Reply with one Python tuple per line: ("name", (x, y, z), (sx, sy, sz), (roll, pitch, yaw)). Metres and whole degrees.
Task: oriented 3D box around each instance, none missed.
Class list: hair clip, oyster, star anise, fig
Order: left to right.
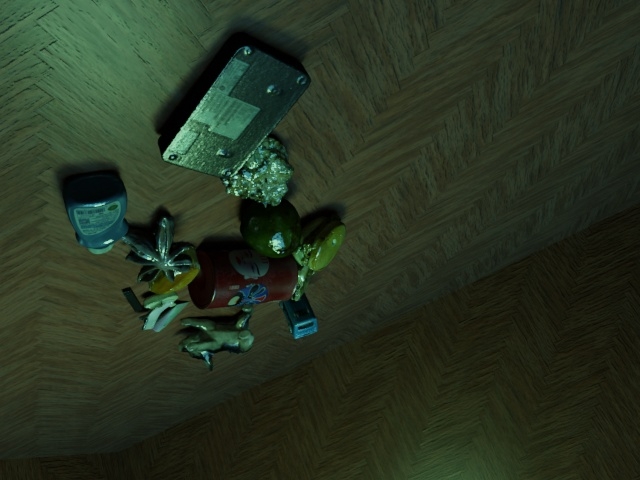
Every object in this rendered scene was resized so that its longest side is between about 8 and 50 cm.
("star anise", (-0.479, 0.029, 1.589), (0.199, 0.110, 0.257), (-6, 134, -1))
("hair clip", (-0.591, 0.246, 1.987), (0.218, 0.071, 0.159), (-43, 160, 32))
("oyster", (-0.174, -0.184, 1.468), (0.198, 0.092, 0.259), (-22, 151, 1))
("fig", (-0.173, -0.035, 1.662), (0.245, 0.195, 0.195), (-12, 165, 35))

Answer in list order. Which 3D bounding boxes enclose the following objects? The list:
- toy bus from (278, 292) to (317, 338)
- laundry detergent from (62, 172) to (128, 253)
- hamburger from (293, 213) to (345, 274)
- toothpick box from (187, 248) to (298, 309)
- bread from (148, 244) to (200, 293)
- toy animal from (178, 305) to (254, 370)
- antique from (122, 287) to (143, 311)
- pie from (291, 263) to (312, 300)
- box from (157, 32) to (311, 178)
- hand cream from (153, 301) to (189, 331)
("toy bus", (-0.103, 0.281, 2.285), (0.114, 0.246, 0.134), (-17, 143, -13))
("laundry detergent", (-0.572, -0.057, 1.384), (0.144, 0.094, 0.289), (-18, 159, -26))
("hamburger", (0.000, 0.000, 1.916), (0.215, 0.122, 0.189), (-49, 154, -20))
("toothpick box", (-0.268, 0.127, 1.874), (0.334, 0.204, 0.204), (-2, 148, -40))
("bread", (-0.481, 0.101, 1.756), (0.191, 0.114, 0.132), (-33, 156, 33))
("toy animal", (-0.454, 0.449, 2.376), (0.345, 0.194, 0.302), (-8, 146, -18))
("antique", (-0.671, 0.215, 1.923), (0.031, 0.015, 0.192), (-17, 155, -13))
("pie", (-0.065, 0.129, 2.134), (0.052, 0.185, 0.218), (19, 141, 9))
("box", (-0.199, -0.289, 1.226), (0.211, 0.058, 0.350), (13, 132, -44))
("hand cream", (-0.596, 0.296, 2.123), (0.174, 0.047, 0.076), (-39, 168, 21))
